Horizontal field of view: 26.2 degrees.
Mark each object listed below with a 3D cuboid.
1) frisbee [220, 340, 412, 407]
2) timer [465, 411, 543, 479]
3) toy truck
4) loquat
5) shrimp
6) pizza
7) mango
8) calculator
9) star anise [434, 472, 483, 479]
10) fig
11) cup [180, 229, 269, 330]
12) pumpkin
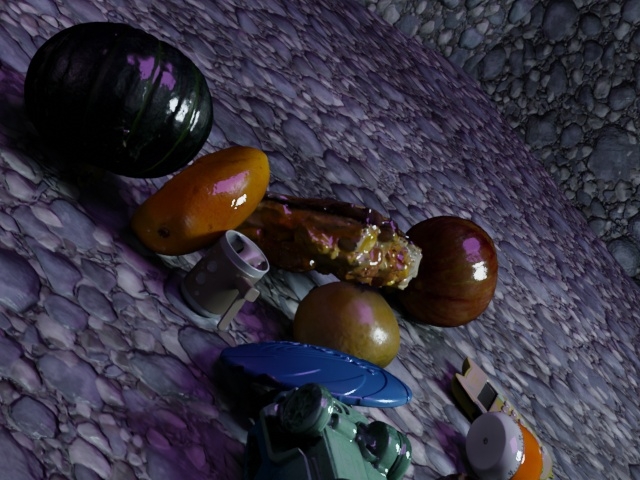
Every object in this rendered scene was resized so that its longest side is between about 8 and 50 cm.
[{"bbox_3d":[-0.003,0.154,1.688,0.242,0.045,0.242,13,5,-1],"label":"frisbee"},{"bbox_3d":[0.283,0.322,2.041,0.136,0.099,0.136,32,34,-25],"label":"timer"},{"bbox_3d":[0.015,0.281,1.471,0.155,0.156,0.279,34,22,-30],"label":"toy truck"},{"bbox_3d":[0.036,0.126,1.874,0.163,0.137,0.163,60,7,-12],"label":"loquat"},{"bbox_3d":[-0.020,0.200,1.691,0.174,0.082,0.076,4,48,-53],"label":"shrimp"},{"bbox_3d":[0.000,0.000,1.973,0.409,0.114,0.278,14,-2,-39],"label":"pizza"},{"bbox_3d":[-0.147,-0.054,1.802,0.217,0.141,0.102,-40,97,-34],"label":"mango"},{"bbox_3d":[0.297,0.299,2.229,0.236,0.033,0.157,49,18,4],"label":"calculator"},{"bbox_3d":[0.231,0.391,1.787,0.223,0.109,0.236,38,17,-32],"label":"star anise"},{"bbox_3d":[0.197,0.056,2.318,0.205,0.205,0.205,39,19,-17],"label":"fig"},{"bbox_3d":[-0.117,0.057,1.755,0.102,0.099,0.074,53,21,21],"label":"cup"},{"bbox_3d":[-0.265,-0.168,1.771,0.250,0.216,0.250,24,4,-2],"label":"pumpkin"}]
